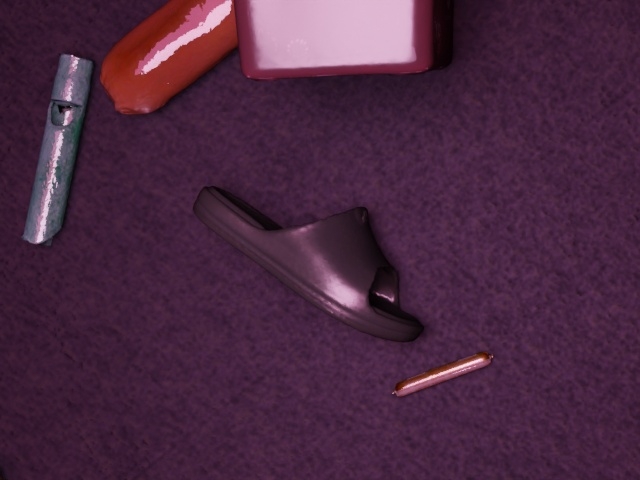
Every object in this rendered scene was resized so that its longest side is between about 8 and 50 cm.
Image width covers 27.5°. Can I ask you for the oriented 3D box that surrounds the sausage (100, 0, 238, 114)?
[{"bbox_3d":[-0.126,-0.193,1.239,0.194,0.077,0.077,-36,82,5],"label":"sausage"}]

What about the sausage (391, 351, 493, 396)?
[{"bbox_3d":[0.113,0.124,1.209,0.100,0.015,0.015,-22,84,8],"label":"sausage"}]

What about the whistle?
[{"bbox_3d":[-0.256,-0.087,1.274,0.039,0.039,0.186,12,90,10],"label":"whistle"}]

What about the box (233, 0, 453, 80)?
[{"bbox_3d":[0.026,-0.223,1.112,0.193,0.294,0.167,1,98,10],"label":"box"}]

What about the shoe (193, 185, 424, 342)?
[{"bbox_3d":[0.000,0.000,1.190,0.241,0.108,0.093,33,97,13],"label":"shoe"}]

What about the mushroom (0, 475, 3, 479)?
[{"bbox_3d":[-0.376,0.286,1.271,0.061,0.060,0.187,45,101,2],"label":"mushroom"}]
